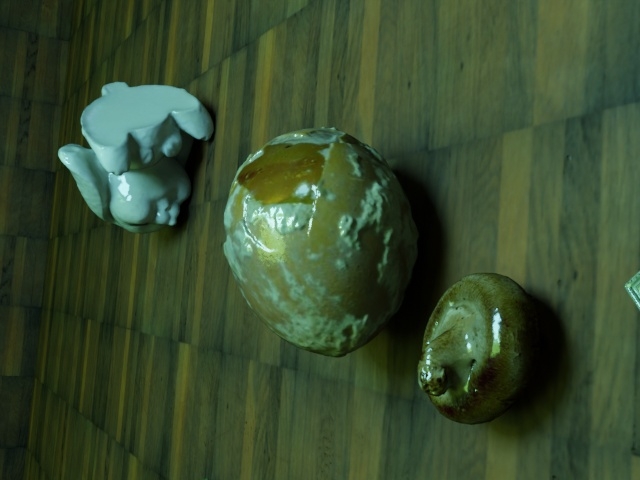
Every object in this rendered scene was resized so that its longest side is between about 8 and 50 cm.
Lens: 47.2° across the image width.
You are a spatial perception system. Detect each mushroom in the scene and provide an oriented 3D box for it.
[{"bbox_3d":[0.127,0.088,0.591,0.126,0.085,0.109,-54,5,44],"label":"mushroom"}]

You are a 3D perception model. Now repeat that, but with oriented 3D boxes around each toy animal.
[{"bbox_3d":[-0.327,-0.135,1.336,0.206,0.271,0.265,37,144,27],"label":"toy animal"}]

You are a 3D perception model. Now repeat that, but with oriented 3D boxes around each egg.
[{"bbox_3d":[0.000,0.000,0.728,0.195,0.194,0.233,-35,51,53],"label":"egg"}]

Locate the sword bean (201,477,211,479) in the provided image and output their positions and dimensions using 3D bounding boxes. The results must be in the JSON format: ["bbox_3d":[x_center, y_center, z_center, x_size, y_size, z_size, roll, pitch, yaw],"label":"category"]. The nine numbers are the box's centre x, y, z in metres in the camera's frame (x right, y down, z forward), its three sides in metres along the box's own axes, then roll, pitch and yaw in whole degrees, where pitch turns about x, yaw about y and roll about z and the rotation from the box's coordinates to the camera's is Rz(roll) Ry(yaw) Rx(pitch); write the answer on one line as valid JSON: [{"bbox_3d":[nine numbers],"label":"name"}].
[{"bbox_3d":[-0.160,0.485,1.060,0.043,0.038,0.269,133,136,-54],"label":"sword bean"}]

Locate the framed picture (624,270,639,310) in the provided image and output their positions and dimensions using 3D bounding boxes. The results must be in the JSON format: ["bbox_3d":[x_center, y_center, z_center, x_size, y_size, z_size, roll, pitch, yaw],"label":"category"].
[{"bbox_3d":[0.286,0.020,0.395,0.231,0.010,0.173,-58,38,37],"label":"framed picture"}]
